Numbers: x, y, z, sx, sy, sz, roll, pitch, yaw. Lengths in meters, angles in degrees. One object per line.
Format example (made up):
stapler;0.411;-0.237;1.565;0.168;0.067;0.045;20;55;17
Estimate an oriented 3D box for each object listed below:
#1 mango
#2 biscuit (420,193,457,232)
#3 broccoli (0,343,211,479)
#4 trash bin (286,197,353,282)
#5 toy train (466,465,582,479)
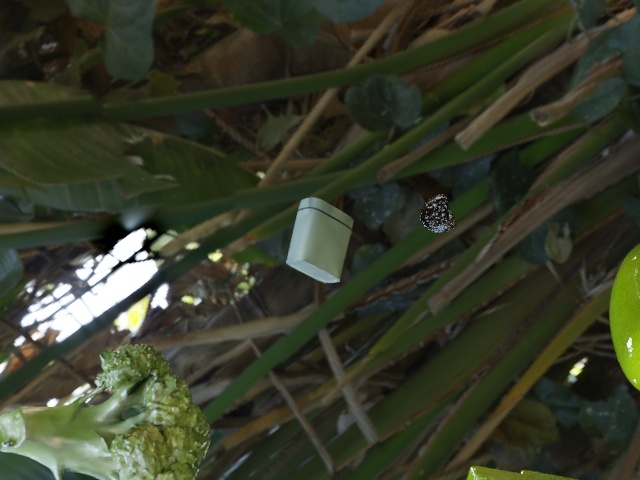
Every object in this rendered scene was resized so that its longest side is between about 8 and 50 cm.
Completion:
mango;0.425;0.091;0.849;0.143;0.175;0.293;19;-154;18
biscuit;0.254;-0.056;1.498;0.089;0.087;0.027;21;167;40
broccoli;-0.298;0.284;1.050;0.302;0.254;0.186;40;167;-20
trash bin;0.000;0.000;1.339;0.116;0.130;0.059;29;154;-34
toy train;0.429;0.492;1.143;0.442;0.179;0.272;10;-177;2
